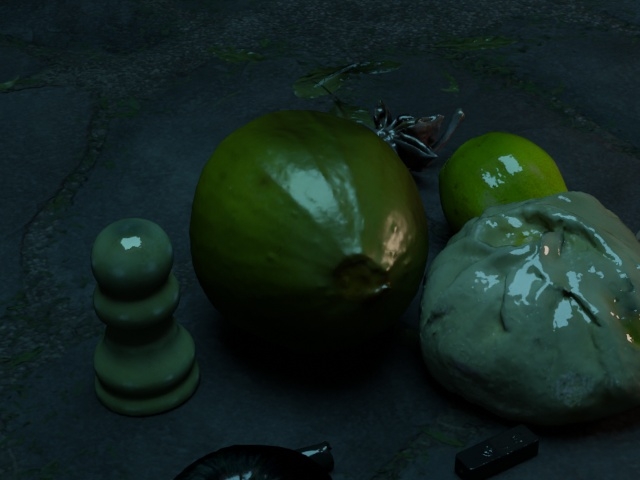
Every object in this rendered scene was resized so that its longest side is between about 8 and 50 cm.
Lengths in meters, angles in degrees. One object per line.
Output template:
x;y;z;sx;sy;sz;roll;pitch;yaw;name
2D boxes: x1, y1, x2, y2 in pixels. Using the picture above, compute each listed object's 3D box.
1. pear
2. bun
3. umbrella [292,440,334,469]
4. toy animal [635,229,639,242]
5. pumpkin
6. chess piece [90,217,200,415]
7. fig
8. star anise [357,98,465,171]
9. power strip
0.281;-0.056;2.090;0.187;0.187;0.219;-22;60;-28;pear
0.309;0.070;1.851;0.365;0.219;0.365;0;37;0;bun
-0.046;0.277;1.721;0.133;0.031;0.036;-12;33;-14;umbrella
0.532;-0.001;2.033;0.124;0.124;0.212;26;38;35;toy animal
-0.075;0.328;1.527;0.233;0.163;0.233;-3;34;2;pumpkin
-0.235;0.085;1.817;0.144;0.251;0.144;-2;33;1;chess piece
-0.011;-0.004;1.871;0.343;0.343;0.343;-1;34;1;fig
0.122;-0.154;2.310;0.231;0.089;0.209;-2;45;9;star anise
0.217;0.262;1.733;0.111;0.029;0.038;-20;38;-26;power strip
